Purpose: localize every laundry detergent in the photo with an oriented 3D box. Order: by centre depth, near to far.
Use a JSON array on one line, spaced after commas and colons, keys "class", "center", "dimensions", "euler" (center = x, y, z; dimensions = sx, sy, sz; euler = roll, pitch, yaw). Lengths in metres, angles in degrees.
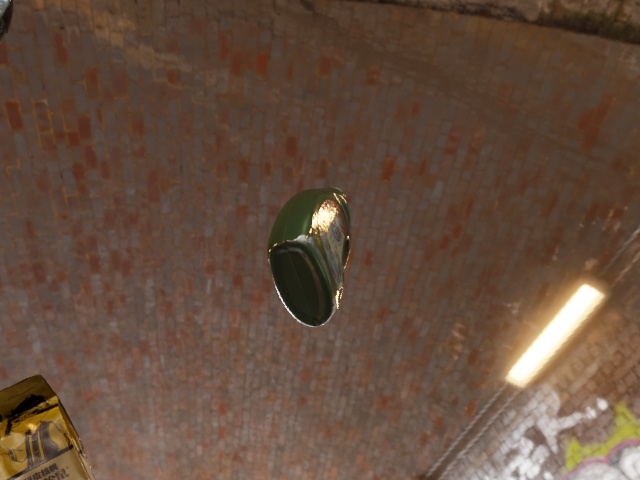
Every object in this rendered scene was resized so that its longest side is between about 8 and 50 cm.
[{"class": "laundry detergent", "center": [0.000, 0.000, 0.775], "dimensions": [0.063, 0.211, 0.137], "euler": [-14, -66, 19]}]

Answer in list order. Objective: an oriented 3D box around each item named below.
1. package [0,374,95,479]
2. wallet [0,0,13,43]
[{"class": "package", "center": [-0.250, 0.192, 0.580], "dimensions": [0.071, 0.131, 0.047], "euler": [-28, -15, -15]}, {"class": "wallet", "center": [-0.389, -0.192, 0.365], "dimensions": [0.379, 0.190, 0.046], "euler": [32, -36, -23]}]
